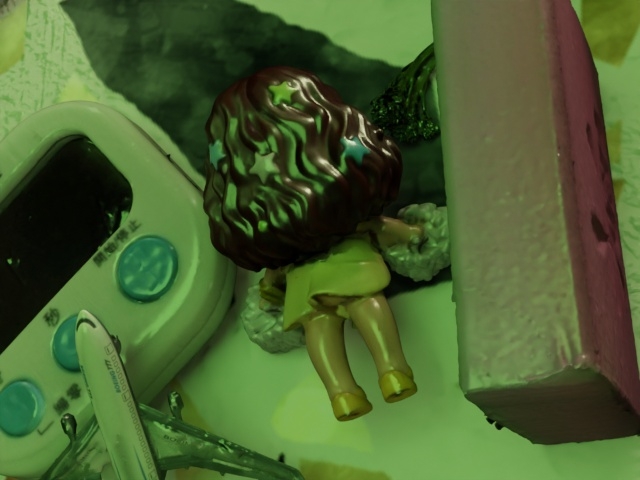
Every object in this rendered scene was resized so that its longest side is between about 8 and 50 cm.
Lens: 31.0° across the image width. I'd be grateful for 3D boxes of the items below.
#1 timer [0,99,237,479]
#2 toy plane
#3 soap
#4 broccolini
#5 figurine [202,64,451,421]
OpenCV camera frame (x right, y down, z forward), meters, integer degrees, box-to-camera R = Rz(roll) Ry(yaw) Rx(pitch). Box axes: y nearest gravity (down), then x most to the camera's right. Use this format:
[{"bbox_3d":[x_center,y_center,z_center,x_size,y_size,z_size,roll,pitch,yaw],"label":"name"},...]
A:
[{"bbox_3d":[-0.196,0.035,0.878,0.262,0.087,0.237,-46,61,2],"label":"timer"},{"bbox_3d":[-0.124,0.152,0.775,0.226,0.058,0.226,-13,94,10],"label":"toy plane"},{"bbox_3d":[0.133,-0.019,0.700,0.081,0.181,0.259,-9,67,20],"label":"soap"},{"bbox_3d":[0.104,-0.148,0.839,0.194,0.054,0.052,-47,42,0],"label":"broccolini"},{"bbox_3d":[-0.001,-0.002,0.775,0.174,0.116,0.240,-25,82,14],"label":"figurine"}]
